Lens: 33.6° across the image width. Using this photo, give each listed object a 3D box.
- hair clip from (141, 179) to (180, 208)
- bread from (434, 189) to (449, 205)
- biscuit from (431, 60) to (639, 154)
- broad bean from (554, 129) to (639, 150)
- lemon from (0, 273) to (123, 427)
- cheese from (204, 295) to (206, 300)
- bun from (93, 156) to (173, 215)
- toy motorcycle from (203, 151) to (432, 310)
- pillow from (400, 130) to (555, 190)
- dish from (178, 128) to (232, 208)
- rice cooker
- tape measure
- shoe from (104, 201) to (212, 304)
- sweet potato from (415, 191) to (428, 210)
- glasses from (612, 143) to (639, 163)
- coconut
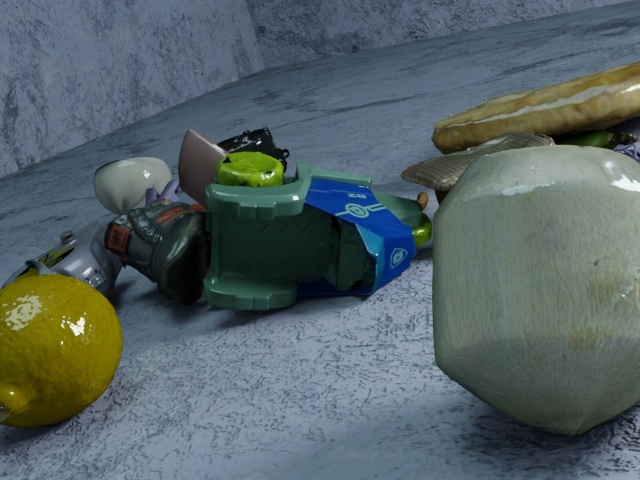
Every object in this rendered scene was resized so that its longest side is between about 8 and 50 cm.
[{"bbox_3d":[-0.331,-0.041,2.059,0.137,0.090,0.278,-21,13,16],"label":"hair clip"},{"bbox_3d":[0.262,-0.069,1.552,0.181,0.096,0.222,-16,18,7],"label":"bread"},{"bbox_3d":[0.455,-0.242,1.915,0.446,0.104,0.429,-12,6,19],"label":"biscuit"},{"bbox_3d":[0.366,-0.132,1.741,0.292,0.049,0.144,-19,10,-1],"label":"broad bean"},{"bbox_3d":[-0.341,0.134,1.292,0.187,0.187,0.244,-8,23,26],"label":"lemon"},{"bbox_3d":[-0.104,0.049,1.612,0.097,0.037,0.192,-3,20,43],"label":"cheese"},{"bbox_3d":[-0.405,-0.108,2.306,0.173,0.120,0.173,-9,-11,-2],"label":"bun"},{"bbox_3d":[0.000,0.000,1.469,0.326,0.191,0.200,2,26,-3],"label":"toy motorcycle"},{"bbox_3d":[0.227,-0.116,1.518,0.211,0.034,0.135,-21,17,-20],"label":"pillow"},{"bbox_3d":[-0.137,-0.077,1.636,0.090,0.213,0.213,-56,17,3],"label":"dish"},{"bbox_3d":[-0.166,-0.164,2.263,0.203,0.118,0.142,-20,15,0],"label":"rice cooker"},{"bbox_3d":[-0.424,0.067,1.723,0.197,0.120,0.236,-26,19,6],"label":"tape measure"},{"bbox_3d":[-0.260,0.003,1.675,0.171,0.132,0.336,6,13,-3],"label":"shoe"},{"bbox_3d":[0.125,-0.042,1.699,0.044,0.044,0.179,-6,12,33],"label":"sweet potato"},{"bbox_3d":[0.456,-0.131,1.639,0.140,0.062,0.104,1,22,45],"label":"glasses"},{"bbox_3d":[0.214,0.051,0.958,0.245,0.247,0.245,1,-9,0],"label":"coconut"}]
